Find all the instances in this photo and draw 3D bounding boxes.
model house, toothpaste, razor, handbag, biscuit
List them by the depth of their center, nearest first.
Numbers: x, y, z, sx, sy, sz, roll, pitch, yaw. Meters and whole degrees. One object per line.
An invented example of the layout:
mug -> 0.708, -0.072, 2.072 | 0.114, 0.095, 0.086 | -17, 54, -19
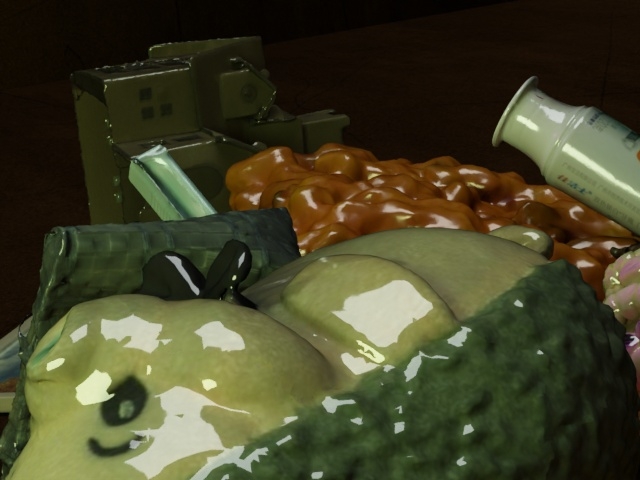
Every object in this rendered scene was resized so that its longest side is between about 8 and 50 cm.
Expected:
handbag -> -0.095, 0.079, 1.014 | 0.175, 0.270, 0.089 | -6, 48, -22
razor -> -0.035, 0.042, 1.162 | 0.111, 0.056, 0.278 | -31, 61, -24
toothpaste -> 0.271, -0.009, 1.251 | 0.323, 0.066, 0.100 | 33, 24, 13
biscuit -> 0.083, 0.006, 1.331 | 0.318, 0.111, 0.312 | 9, 15, -4
model house -> -0.080, -0.076, 1.638 | 0.243, 0.211, 0.204 | -12, 16, -20

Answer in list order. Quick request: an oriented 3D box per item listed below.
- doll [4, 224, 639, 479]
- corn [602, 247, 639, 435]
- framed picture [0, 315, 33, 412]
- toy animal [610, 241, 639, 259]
doll -> -0.008, 0.109, 0.808 | 0.247, 0.247, 0.349 | 5, 25, 40
corn -> 0.321, 0.069, 1.041 | 0.335, 0.127, 0.126 | 1, 16, 23
framed picture -> -0.181, 0.089, 1.419 | 0.184, 0.016, 0.250 | -2, 14, 17
toy animal -> 0.290, -0.020, 1.163 | 0.197, 0.272, 0.160 | -5, 41, 51
